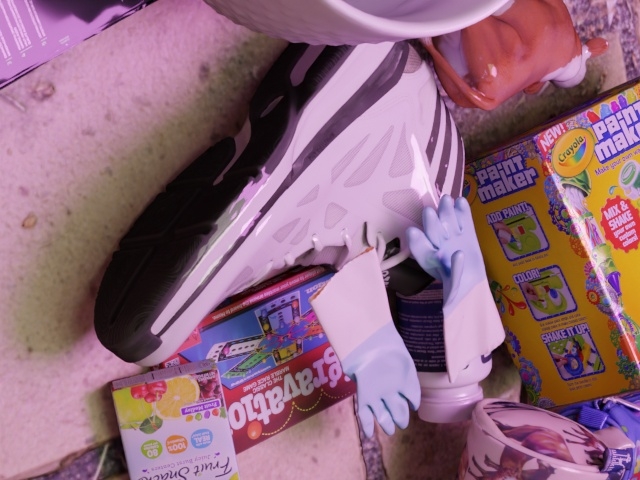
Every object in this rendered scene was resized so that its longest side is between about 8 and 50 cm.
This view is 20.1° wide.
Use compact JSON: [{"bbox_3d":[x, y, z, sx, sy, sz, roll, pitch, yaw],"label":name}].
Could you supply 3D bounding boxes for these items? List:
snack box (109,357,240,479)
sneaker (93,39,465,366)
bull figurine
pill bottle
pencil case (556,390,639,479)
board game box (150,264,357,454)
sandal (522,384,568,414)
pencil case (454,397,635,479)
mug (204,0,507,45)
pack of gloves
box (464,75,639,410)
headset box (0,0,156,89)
[{"bbox_3d":[-0.131,0.189,1.665,0.100,0.037,0.141,-12,104,-7],"label":"snack box"},{"bbox_3d":[0.001,0.000,1.684,0.257,0.169,0.447,50,60,-21],"label":"sneaker"},{"bbox_3d":[0.188,-0.224,1.853,0.188,0.101,0.310,59,29,0],"label":"bull figurine"},{"bbox_3d":[0.128,0.098,1.870,0.094,0.094,0.169,-14,103,-39],"label":"pill bottle"},{"bbox_3d":[0.376,0.221,2.058,0.306,0.119,0.133,-6,115,-48],"label":"pencil case"},{"bbox_3d":[-0.041,0.112,1.770,0.281,0.027,0.145,-24,110,-37],"label":"board game box"},{"bbox_3d":[0.270,0.111,2.016,0.090,0.060,0.219,6,90,-41],"label":"sandal"},{"bbox_3d":[0.197,0.375,1.861,0.183,0.160,0.410,10,101,-16],"label":"pencil case"},{"bbox_3d":[0.008,-0.349,1.528,0.276,0.328,0.374,7,89,-26],"label":"mug"},{"bbox_3d":[0.100,0.081,1.721,0.195,0.046,0.232,-41,136,-21],"label":"pack of gloves"},{"bbox_3d":[0.320,-0.011,1.929,0.290,0.177,0.279,-27,93,-36],"label":"box"},{"bbox_3d":[-0.289,-0.256,1.456,0.283,0.131,0.246,-37,117,-32],"label":"headset box"}]
